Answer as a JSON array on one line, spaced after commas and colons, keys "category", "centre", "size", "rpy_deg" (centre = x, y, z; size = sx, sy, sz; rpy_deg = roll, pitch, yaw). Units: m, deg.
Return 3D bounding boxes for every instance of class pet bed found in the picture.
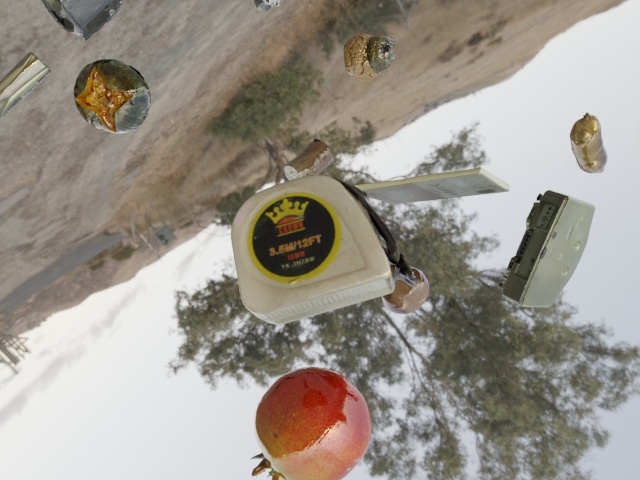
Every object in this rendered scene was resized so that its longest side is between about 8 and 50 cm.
[{"category": "pet bed", "centre": [-0.766, -0.779, 1.631], "size": [0.211, 0.159, 0.183], "rpy_deg": [-54, 167, -18]}]

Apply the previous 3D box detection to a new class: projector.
[{"category": "projector", "centre": [0.539, 0.024, 1.181], "size": [0.088, 0.193, 0.270], "rpy_deg": [33, -71, 48]}]

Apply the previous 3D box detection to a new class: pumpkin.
[{"category": "pumpkin", "centre": [-0.659, -0.460, 1.595], "size": [0.238, 0.238, 0.159], "rpy_deg": [-33, -164, 15]}]

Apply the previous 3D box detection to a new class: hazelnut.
[{"category": "hazelnut", "centre": [0.254, 0.150, 1.534], "size": [0.154, 0.143, 0.143], "rpy_deg": [-54, -167, 1]}]

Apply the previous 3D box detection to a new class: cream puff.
[{"category": "cream puff", "centre": [0.199, -0.700, 1.868], "size": [0.169, 0.183, 0.183], "rpy_deg": [-1, -144, 48]}]

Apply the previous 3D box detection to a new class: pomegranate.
[{"category": "pomegranate", "centre": [-0.028, 0.363, 0.942], "size": [0.257, 0.221, 0.221], "rpy_deg": [-53, -165, -6]}]

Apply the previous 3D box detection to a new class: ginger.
[{"category": "ginger", "centre": [0.658, -0.224, 1.220], "size": [0.095, 0.190, 0.069], "rpy_deg": [-49, -144, -15]}]

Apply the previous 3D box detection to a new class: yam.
[{"category": "yam", "centre": [-0.032, -0.195, 1.284], "size": [0.127, 0.084, 0.084], "rpy_deg": [-46, -164, -30]}]

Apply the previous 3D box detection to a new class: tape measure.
[{"category": "tape measure", "centre": [0.000, 0.000, 0.821], "size": [0.271, 0.232, 0.133], "rpy_deg": [-16, 156, 9]}]

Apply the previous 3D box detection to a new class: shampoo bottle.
[{"category": "shampoo bottle", "centre": [-1.027, -0.457, 1.614], "size": [0.350, 0.084, 0.125], "rpy_deg": [-48, -150, -6]}]

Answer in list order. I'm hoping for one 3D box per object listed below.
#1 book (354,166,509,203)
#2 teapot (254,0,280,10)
[{"category": "book", "centre": [0.267, -0.125, 1.200], "size": [0.310, 0.021, 0.217], "rpy_deg": [-5, 173, 36]}, {"category": "teapot", "centre": [-0.172, -0.794, 1.653], "size": [0.088, 0.066, 0.057], "rpy_deg": [4, -168, -29]}]
